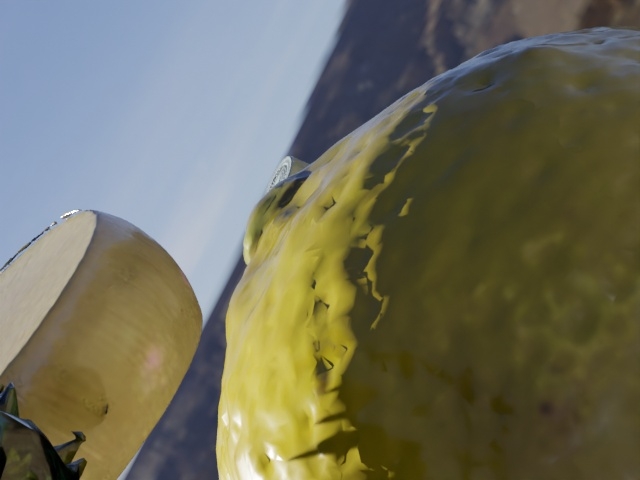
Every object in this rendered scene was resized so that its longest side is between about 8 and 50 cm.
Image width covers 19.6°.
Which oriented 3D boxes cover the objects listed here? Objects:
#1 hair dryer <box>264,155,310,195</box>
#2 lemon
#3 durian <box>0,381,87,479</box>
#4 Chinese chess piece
[{"bbox_3d":[0.000,0.000,1.373,0.047,0.082,0.137,-54,19,34],"label":"hair dryer"},{"bbox_3d":[0.127,0.079,0.680,0.336,0.336,0.336,-63,-1,-1],"label":"lemon"},{"bbox_3d":[-0.182,0.116,0.559,0.225,0.291,0.291,-55,-1,-3],"label":"durian"},{"bbox_3d":[-0.178,0.097,1.122,0.251,0.097,0.251,-44,17,17],"label":"Chinese chess piece"}]
